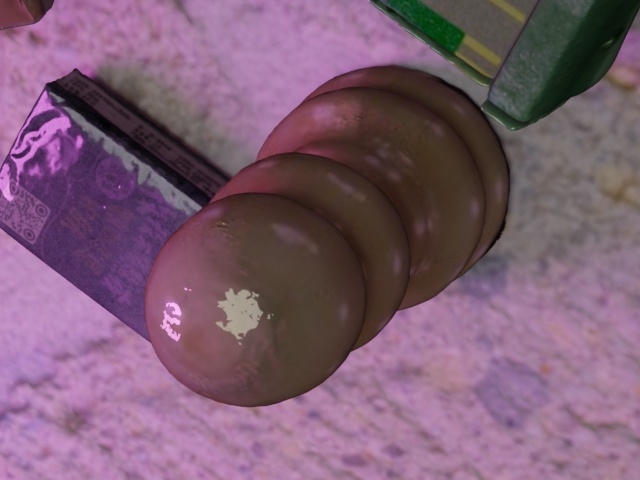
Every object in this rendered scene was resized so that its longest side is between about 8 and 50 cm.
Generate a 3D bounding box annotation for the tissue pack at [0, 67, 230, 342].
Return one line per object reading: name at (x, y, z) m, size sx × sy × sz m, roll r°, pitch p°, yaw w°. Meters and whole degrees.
tissue pack at (-0.122, -0.015, 0.983) m, size 0.156 × 0.051 × 0.112 m, roll 37°, pitch 121°, yaw 4°

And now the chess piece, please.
chess piece at (0.000, 0.000, 0.823) m, size 0.143 × 0.261 × 0.142 m, roll 6°, pitch 109°, yaw 19°

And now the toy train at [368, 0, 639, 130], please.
toy train at (0.096, -0.208, 0.747) m, size 0.202 × 0.120 × 0.301 m, roll 36°, pitch 141°, yaw 9°

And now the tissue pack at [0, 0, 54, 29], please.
tissue pack at (-0.284, -0.184, 0.875) m, size 0.306 × 0.238 × 0.238 m, roll -8°, pitch 107°, yaw 11°
